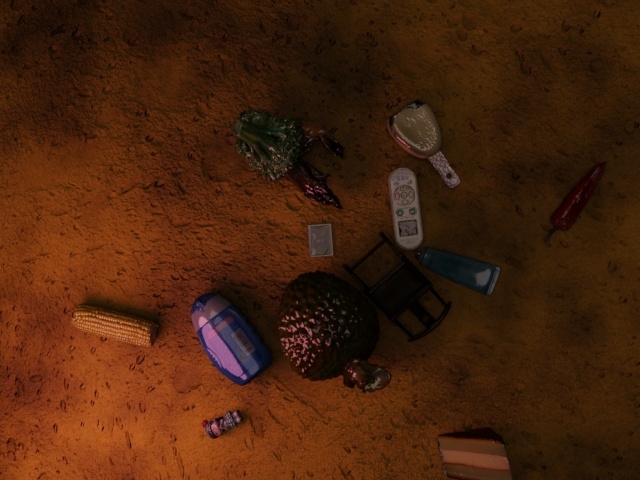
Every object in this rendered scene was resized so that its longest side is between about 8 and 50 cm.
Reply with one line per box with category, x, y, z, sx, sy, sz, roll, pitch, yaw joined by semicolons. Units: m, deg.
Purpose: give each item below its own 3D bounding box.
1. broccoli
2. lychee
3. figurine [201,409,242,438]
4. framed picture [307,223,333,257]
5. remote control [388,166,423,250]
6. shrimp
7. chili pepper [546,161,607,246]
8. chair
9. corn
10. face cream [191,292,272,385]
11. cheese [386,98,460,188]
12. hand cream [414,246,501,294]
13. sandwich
broccoli;-0.151;-0.268;1.690;0.194;0.194;0.219;-32;56;5
lychee;0.024;0.227;1.640;0.270;0.270;0.320;-9;72;7
figurine;-0.264;0.489;1.769;0.106;0.047;0.060;-28;100;1
framed picture;0.000;0.000;1.784;0.066;0.006;0.089;-4;86;7
remote control;0.226;-0.083;1.742;0.078;0.042;0.221;-7;87;6
shrimp;-0.018;-0.216;1.772;0.289;0.075;0.178;41;94;22
chili pepper;0.653;-0.099;1.682;0.059;0.050;0.268;38;91;24
chair;0.202;0.122;1.691;0.154;0.141;0.260;-42;127;4
corn;-0.567;0.231;1.808;0.248;0.081;0.081;12;88;8
face cream;-0.250;0.257;1.762;0.149;0.083;0.264;-38;83;3
cheese;0.285;-0.246;1.738;0.127;0.054;0.251;-33;84;4
hand cream;0.354;0.069;1.720;0.224;0.048;0.083;21;90;2
sandwich;0.377;0.539;1.616;0.144;0.187;0.117;-13;84;1
